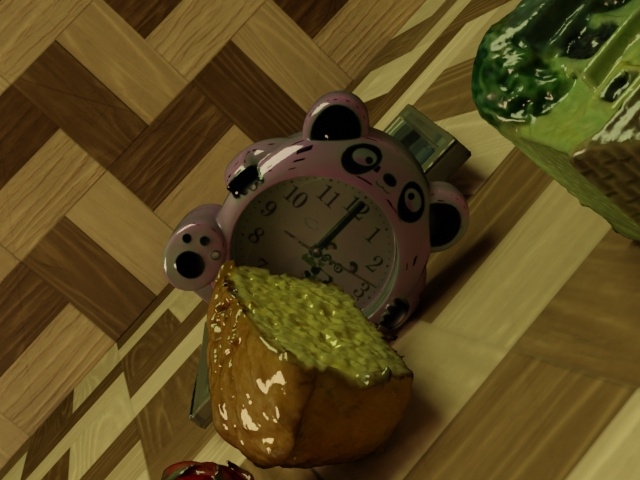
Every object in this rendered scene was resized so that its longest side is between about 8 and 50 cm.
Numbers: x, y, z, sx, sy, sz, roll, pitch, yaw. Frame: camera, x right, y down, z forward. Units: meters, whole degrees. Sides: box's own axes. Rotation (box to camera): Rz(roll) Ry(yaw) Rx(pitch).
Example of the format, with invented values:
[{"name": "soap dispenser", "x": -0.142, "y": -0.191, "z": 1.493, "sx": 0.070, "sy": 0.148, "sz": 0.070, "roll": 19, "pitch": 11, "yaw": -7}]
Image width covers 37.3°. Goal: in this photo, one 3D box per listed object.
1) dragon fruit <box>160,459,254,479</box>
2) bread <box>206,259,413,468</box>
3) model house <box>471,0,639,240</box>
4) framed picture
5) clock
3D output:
[{"name": "dragon fruit", "x": -0.094, "y": 0.240, "z": 0.740, "sx": 0.121, "sy": 0.130, "sz": 0.142, "roll": 1, "pitch": 13, "yaw": 11}, {"name": "bread", "x": -0.018, "y": 0.112, "z": 0.775, "sx": 0.229, "sy": 0.143, "sz": 0.139, "roll": -130, "pitch": 47, "yaw": -69}, {"name": "model house", "x": 0.231, "y": -0.104, "z": 0.558, "sx": 0.214, "sy": 0.195, "sz": 0.189, "roll": -48, "pitch": 19, "yaw": 6}, {"name": "framed picture", "x": -0.006, "y": 0.013, "z": 1.220, "sx": 0.446, "sy": 0.028, "sz": 0.326, "roll": -46, "pitch": 14, "yaw": 8}, {"name": "clock", "x": 0.000, "y": 0.000, "z": 0.908, "sx": 0.248, "sy": 0.227, "sz": 0.090, "roll": -46, "pitch": 11, "yaw": 14}]
